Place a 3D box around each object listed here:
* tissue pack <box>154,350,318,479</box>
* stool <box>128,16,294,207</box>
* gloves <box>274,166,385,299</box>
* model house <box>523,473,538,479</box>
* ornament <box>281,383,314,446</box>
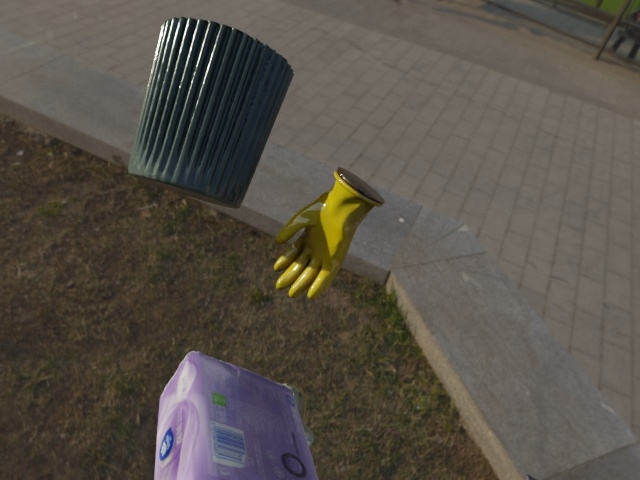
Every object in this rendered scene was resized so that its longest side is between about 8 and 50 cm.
[{"bbox_3d":[-0.149,0.366,0.921,0.242,0.160,0.338,30,12,-23],"label":"tissue pack"},{"bbox_3d":[-0.245,-0.260,1.183,0.298,0.329,0.297,16,-2,1],"label":"stool"},{"bbox_3d":[0.001,0.001,1.131,0.116,0.294,0.133,18,25,-44],"label":"gloves"},{"bbox_3d":[0.483,0.735,1.264,0.280,0.312,0.245,-8,23,-7],"label":"model house"},{"bbox_3d":[-0.068,0.396,1.225,0.081,0.156,0.075,-32,30,-26],"label":"ornament"}]
